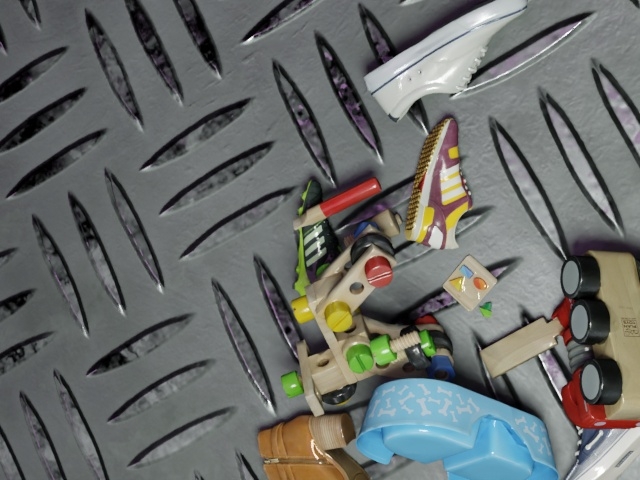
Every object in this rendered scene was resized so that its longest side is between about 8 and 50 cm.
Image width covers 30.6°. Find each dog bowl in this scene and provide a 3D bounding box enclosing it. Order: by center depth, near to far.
[{"bbox_3d":[0.184,0.260,1.552,0.166,0.297,0.074,-31,45,47],"label":"dog bowl"}]

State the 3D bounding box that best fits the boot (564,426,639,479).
[{"bbox_3d":[0.373,0.277,1.584,0.190,0.069,0.086,-50,51,20],"label":"boot"}]

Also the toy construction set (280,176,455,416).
[{"bbox_3d":[0.023,0.092,1.621,0.237,0.257,0.309,-25,59,13],"label":"toy construction set"}]

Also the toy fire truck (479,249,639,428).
[{"bbox_3d":[0.333,0.153,1.539,0.158,0.246,0.217,2,63,-15],"label":"toy fire truck"}]

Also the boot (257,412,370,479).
[{"bbox_3d":[-0.009,0.356,1.737,0.152,0.073,0.197,-15,82,27],"label":"boot"}]

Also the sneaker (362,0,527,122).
[{"bbox_3d":[0.186,-0.257,1.640,0.258,0.094,0.091,-30,98,25],"label":"sneaker"}]

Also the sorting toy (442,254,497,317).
[{"bbox_3d":[0.221,0.070,1.662,0.083,0.012,0.062,44,106,16],"label":"sorting toy"}]

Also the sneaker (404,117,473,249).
[{"bbox_3d":[0.179,-0.078,1.655,0.083,0.069,0.186,16,86,-10],"label":"sneaker"}]

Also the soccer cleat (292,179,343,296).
[{"bbox_3d":[0.000,0.000,1.734,0.072,0.060,0.179,4,95,8],"label":"soccer cleat"}]
